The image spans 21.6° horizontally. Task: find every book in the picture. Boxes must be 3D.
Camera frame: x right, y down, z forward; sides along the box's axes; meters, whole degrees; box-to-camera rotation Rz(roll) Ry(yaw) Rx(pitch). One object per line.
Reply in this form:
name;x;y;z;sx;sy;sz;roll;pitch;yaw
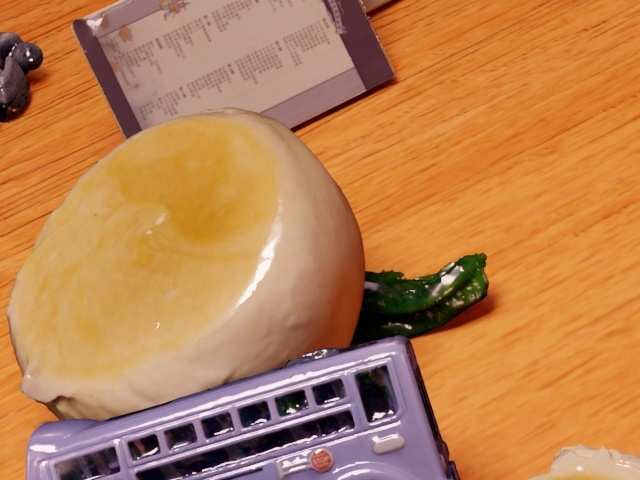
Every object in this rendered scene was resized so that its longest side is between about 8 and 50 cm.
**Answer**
book;-0.072;-0.158;1.405;0.231;0.157;0.026;-26;7;-9

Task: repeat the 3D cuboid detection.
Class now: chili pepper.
chili pepper;-0.001;0.000;1.226;0.122;0.065;0.279;-25;36;-23

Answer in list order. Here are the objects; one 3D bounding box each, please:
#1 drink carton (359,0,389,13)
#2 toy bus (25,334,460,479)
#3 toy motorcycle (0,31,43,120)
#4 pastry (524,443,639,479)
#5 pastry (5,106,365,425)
drink carton;-0.010;-0.290;1.559;0.324;0.132;0.194;-30;35;-17
toy bus;-0.071;0.148;0.961;0.292;0.133;0.125;-17;-3;5
toy motorcycle;-0.323;-0.161;1.595;0.124;0.061;0.193;-27;41;-1
pastry;0.137;0.187;0.886;0.165;0.088;0.166;-12;36;9
pastry;-0.088;0.033;1.118;0.264;0.133;0.265;-16;55;23
